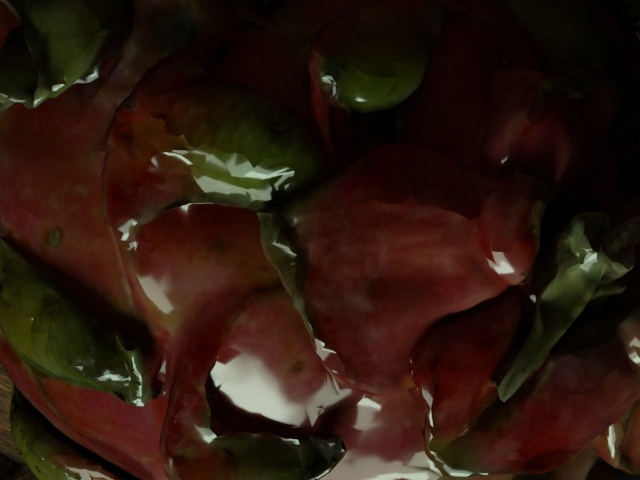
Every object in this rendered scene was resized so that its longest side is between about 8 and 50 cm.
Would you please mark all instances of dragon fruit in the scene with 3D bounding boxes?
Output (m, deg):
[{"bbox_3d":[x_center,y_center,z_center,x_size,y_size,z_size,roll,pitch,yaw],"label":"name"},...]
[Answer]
[{"bbox_3d":[0.000,0.000,0.560,0.291,0.250,0.269,50,135,37],"label":"dragon fruit"}]

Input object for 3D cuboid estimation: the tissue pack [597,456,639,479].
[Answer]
[{"bbox_3d":[0.249,0.142,0.683,0.394,0.288,0.124,31,163,-21],"label":"tissue pack"}]
